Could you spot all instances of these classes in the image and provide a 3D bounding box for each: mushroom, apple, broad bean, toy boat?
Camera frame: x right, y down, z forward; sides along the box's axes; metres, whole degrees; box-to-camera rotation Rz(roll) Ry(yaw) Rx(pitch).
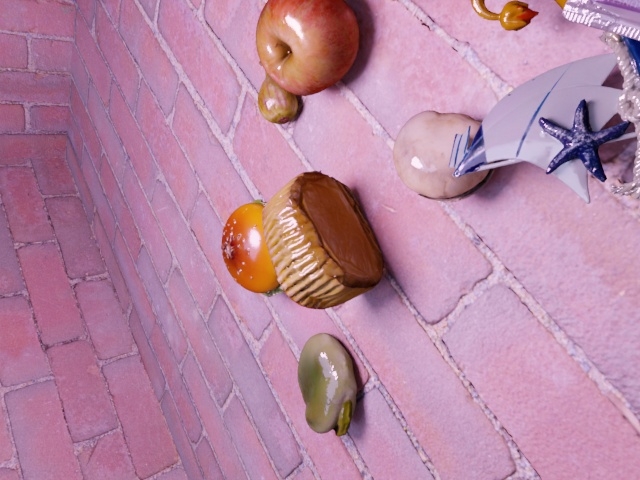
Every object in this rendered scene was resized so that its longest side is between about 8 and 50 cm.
[{"bbox_3d":[0.190,-0.132,0.713,0.154,0.122,0.154,-8,66,18],"label":"mushroom"},{"bbox_3d":[-0.025,-0.382,0.882,0.209,0.164,0.210,31,142,29],"label":"apple"},{"bbox_3d":[0.015,0.327,1.052,0.169,0.100,0.228,-38,67,41],"label":"broad bean"},{"bbox_3d":[0.309,-0.121,0.551,0.291,0.070,0.210,-34,65,24],"label":"toy boat"}]

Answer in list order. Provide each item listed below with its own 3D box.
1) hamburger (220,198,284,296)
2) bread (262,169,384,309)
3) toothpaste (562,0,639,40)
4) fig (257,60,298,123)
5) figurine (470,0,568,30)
[{"bbox_3d":[-0.146,0.022,1.120,0.246,0.169,0.246,10,103,49],"label":"hamburger"},{"bbox_3d":[0.000,0.000,0.889,0.142,0.227,0.254,-38,69,39],"label":"bread"},{"bbox_3d":[0.369,-0.361,0.454,0.114,0.073,0.299,35,118,28],"label":"toothpaste"},{"bbox_3d":[-0.122,-0.338,1.054,0.166,0.093,0.093,49,135,9],"label":"fig"},{"bbox_3d":[0.273,-0.316,0.575,0.176,0.121,0.122,32,100,17],"label":"figurine"}]
